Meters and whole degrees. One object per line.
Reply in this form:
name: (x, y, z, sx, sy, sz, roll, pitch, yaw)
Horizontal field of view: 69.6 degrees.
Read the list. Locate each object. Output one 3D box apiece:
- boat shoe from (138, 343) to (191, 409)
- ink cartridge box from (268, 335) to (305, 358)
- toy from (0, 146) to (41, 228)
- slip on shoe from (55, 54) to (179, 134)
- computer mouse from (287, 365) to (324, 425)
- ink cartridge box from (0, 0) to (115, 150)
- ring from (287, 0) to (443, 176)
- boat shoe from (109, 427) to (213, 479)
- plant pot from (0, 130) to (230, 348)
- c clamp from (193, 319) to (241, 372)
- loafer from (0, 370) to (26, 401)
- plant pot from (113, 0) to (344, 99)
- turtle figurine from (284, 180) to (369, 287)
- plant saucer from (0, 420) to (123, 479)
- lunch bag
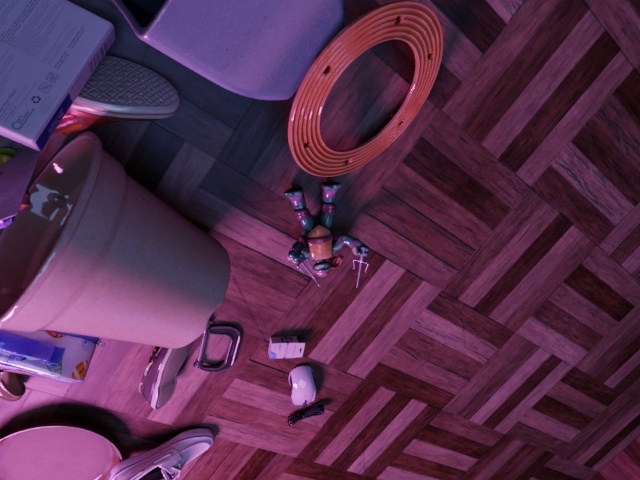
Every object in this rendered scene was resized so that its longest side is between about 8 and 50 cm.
boat shoe: (-0.354, 0.276, 1.032, 0.069, 0.081, 0.227, 31, 111, 18)
ink cartridge box: (-0.084, 0.263, 1.135, 0.083, 0.028, 0.048, 3, 117, -18)
toy: (-0.497, -0.066, 0.712, 0.137, 0.237, 0.056, -23, 134, -4)
slip on shoe: (-0.399, -0.225, 0.737, 0.332, 0.123, 0.101, -6, 152, -19)
computer mouse: (-0.045, 0.414, 1.222, 0.106, 0.042, 0.193, -11, 121, -10)
ink cartridge box: (-0.447, -0.267, 0.643, 0.224, 0.045, 0.223, 26, 71, -11)
ring: (0.079, -0.253, 0.809, 0.337, 0.032, 0.336, -32, 153, -19)
boat shoe: (-0.385, 0.565, 1.154, 0.258, 0.084, 0.095, -21, 128, -22)
plant pot: (-0.338, 0.041, 0.789, 0.334, 0.334, 0.305, -47, 131, 11)
c clamp: (-0.258, 0.248, 1.082, 0.137, 0.022, 0.160, 1, 116, -23)
loafer: (-0.658, 0.276, 0.953, 0.050, 0.056, 0.148, -20, 122, 2)
plant pot: (-0.112, -0.350, 0.672, 0.247, 0.248, 0.252, -48, 139, 11)
turtle figurine: (0.000, 0.000, 0.965, 0.175, 0.118, 0.234, -17, 107, -24)
plant saucer: (-0.641, 0.539, 1.108, 0.311, 0.050, 0.310, -7, 119, -13)
lunch bag: (-0.554, 0.176, 0.825, 0.303, 0.243, 0.114, 22, 67, -25)
